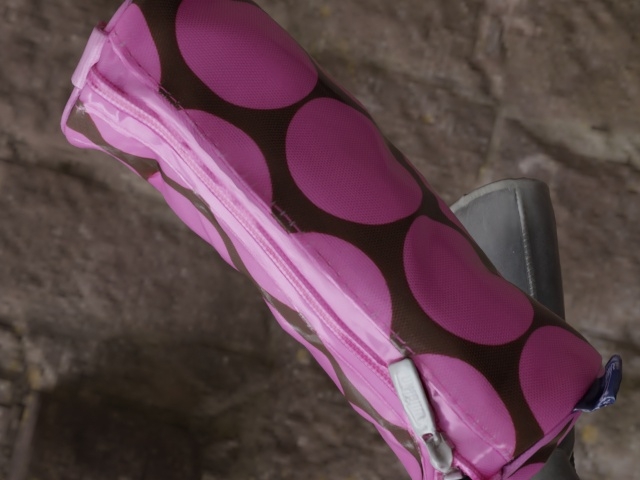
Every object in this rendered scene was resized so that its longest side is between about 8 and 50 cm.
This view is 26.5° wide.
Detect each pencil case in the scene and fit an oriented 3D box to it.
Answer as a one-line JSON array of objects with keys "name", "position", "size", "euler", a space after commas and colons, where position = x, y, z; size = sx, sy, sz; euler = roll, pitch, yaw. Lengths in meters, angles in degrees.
[{"name": "pencil case", "position": [0.000, 0.000, 0.459], "size": [0.209, 0.095, 0.098], "euler": [45, -146, 8]}]

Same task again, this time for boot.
[{"name": "boot", "position": [0.100, 0.089, 0.756], "size": [0.076, 0.209, 0.190], "euler": [-9, 162, -18]}]
